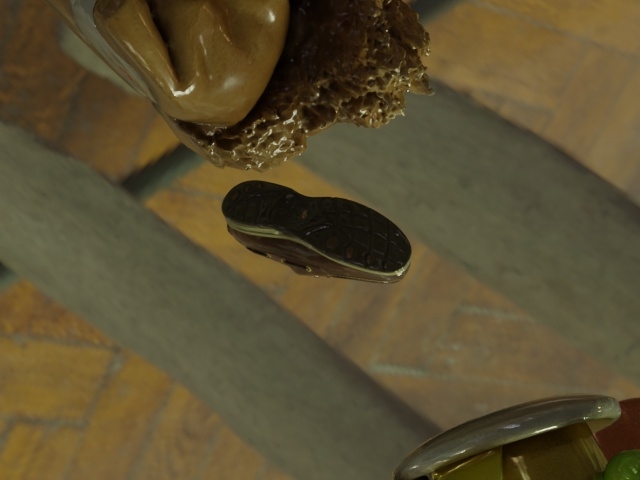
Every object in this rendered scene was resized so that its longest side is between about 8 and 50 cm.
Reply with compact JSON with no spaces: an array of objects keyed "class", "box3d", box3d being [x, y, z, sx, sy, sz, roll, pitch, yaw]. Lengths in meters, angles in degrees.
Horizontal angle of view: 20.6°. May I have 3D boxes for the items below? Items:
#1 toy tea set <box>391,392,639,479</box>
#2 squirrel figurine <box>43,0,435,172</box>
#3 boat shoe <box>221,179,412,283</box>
[{"class":"toy tea set","box3d":[0.023,0.166,0.719,0.336,0.124,0.200,-26,164,30]},{"class":"squirrel figurine","box3d":[-0.053,-0.282,1.844,0.370,0.281,0.397,-46,120,-7]},{"class":"boat shoe","box3d":[-0.001,0.000,1.521,0.064,0.178,0.060,-57,154,-33]}]
